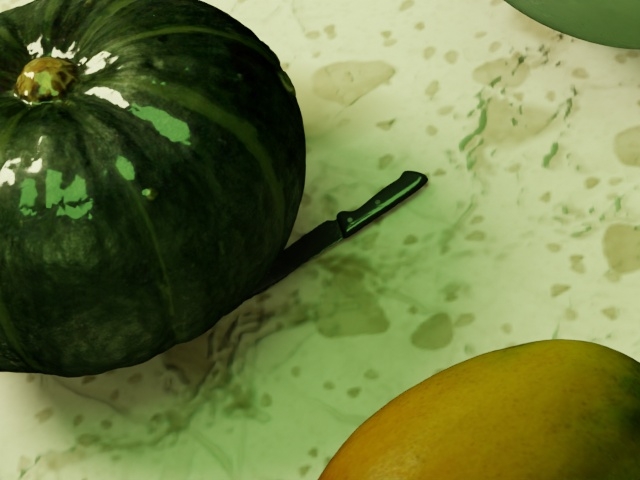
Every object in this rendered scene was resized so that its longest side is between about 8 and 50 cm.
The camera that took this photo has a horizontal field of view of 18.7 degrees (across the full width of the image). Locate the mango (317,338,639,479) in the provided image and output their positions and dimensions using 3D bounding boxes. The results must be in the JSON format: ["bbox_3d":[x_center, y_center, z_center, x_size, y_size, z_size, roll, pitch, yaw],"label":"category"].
[{"bbox_3d":[0.085,0.155,1.095,0.175,0.139,0.254,24,58,29],"label":"mango"}]

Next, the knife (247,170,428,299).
[{"bbox_3d":[0.000,0.000,1.328,0.170,0.010,0.023,-34,50,-5],"label":"knife"}]

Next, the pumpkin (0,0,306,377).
[{"bbox_3d":[-0.154,-0.037,1.291,0.300,0.207,0.300,-11,36,8],"label":"pumpkin"}]

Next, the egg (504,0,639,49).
[{"bbox_3d":[0.190,-0.292,1.311,0.276,0.276,0.389,-25,53,0],"label":"egg"}]
